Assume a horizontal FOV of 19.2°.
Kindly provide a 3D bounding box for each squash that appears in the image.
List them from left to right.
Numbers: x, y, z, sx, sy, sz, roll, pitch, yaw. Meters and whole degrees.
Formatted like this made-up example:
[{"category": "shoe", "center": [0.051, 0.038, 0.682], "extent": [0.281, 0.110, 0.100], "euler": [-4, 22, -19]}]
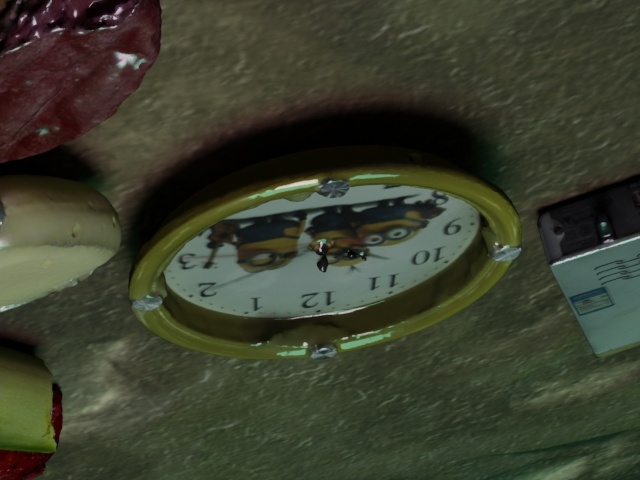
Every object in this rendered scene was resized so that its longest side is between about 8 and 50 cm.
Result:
[{"category": "squash", "center": [-0.263, 0.090, 1.144], "extent": [0.250, 0.083, 0.083], "euler": [8, 146, -42]}]

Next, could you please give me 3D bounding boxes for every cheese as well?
[{"category": "cheese", "center": [-0.171, -0.005, 0.951], "extent": [0.127, 0.050, 0.255], "euler": [-16, 172, -2]}]

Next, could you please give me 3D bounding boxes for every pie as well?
[{"category": "pie", "center": [-0.187, -0.091, 0.860], "extent": [0.204, 0.054, 0.219], "euler": [-29, 152, 26]}]

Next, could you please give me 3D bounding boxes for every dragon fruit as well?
[{"category": "dragon fruit", "center": [-0.220, 0.155, 1.296], "extent": [0.097, 0.063, 0.131], "euler": [-8, 152, -11]}]

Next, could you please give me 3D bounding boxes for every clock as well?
[{"category": "clock", "center": [0.000, 0.000, 1.117], "extent": [0.237, 0.057, 0.237], "euler": [-9, 153, -5]}]

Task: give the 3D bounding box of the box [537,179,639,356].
[{"category": "box", "center": [0.288, -0.010, 1.244], "extent": [0.270, 0.045, 0.211], "euler": [-20, 152, 11]}]
